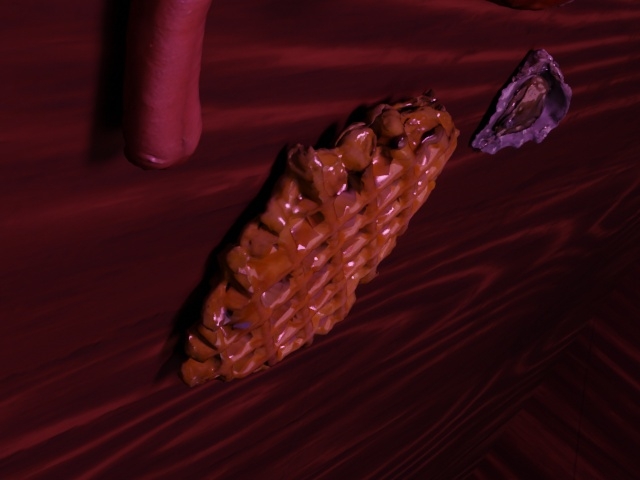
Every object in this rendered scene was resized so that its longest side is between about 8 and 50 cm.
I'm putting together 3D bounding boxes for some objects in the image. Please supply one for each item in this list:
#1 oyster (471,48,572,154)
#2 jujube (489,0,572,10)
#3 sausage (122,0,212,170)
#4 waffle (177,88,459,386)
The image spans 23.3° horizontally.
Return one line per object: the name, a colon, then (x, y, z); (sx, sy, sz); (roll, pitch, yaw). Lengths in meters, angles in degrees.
oyster: (0.168, -0.116, 1.335); (0.100, 0.037, 0.098); (-32, 149, 14)
jujube: (0.159, -0.256, 0.706); (0.342, 0.216, 0.216); (-44, 168, 26)
sausage: (-0.065, -0.092, 0.711); (0.040, 0.047, 0.177); (-58, 172, -35)
waffle: (0.001, 0.001, 1.108); (0.245, 0.052, 0.254); (-21, 148, -58)
